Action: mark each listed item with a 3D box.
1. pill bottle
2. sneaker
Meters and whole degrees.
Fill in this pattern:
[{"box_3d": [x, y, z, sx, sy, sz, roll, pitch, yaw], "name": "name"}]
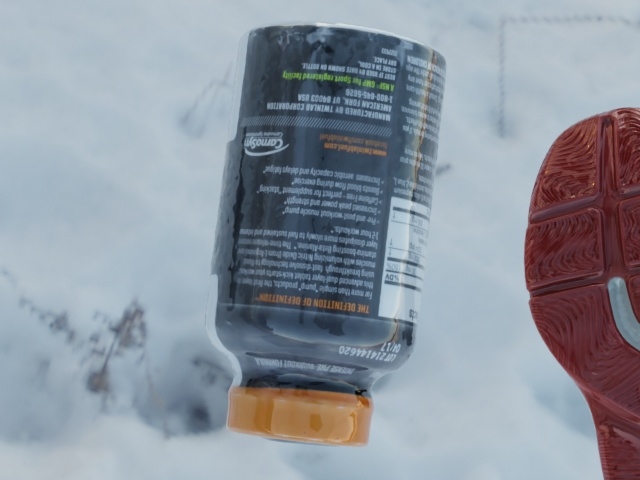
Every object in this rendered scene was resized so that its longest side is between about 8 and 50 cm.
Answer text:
[{"box_3d": [0.000, 0.000, 1.030, 0.130, 0.130, 0.246, 9, 84, -16], "name": "pill bottle"}, {"box_3d": [0.142, 0.063, 0.709, 0.087, 0.128, 0.221, -10, 61, 12], "name": "sneaker"}]
